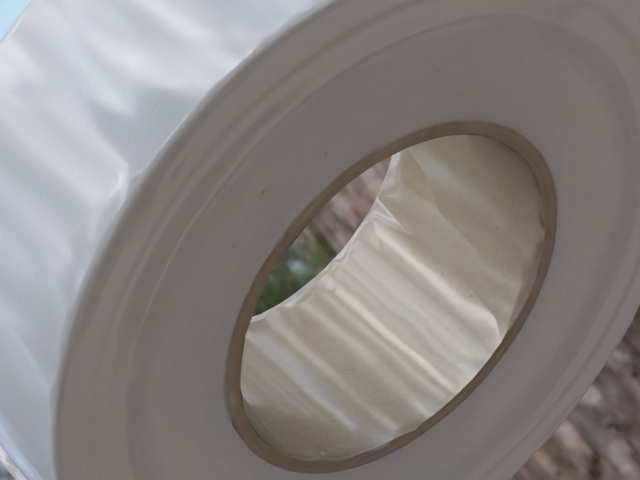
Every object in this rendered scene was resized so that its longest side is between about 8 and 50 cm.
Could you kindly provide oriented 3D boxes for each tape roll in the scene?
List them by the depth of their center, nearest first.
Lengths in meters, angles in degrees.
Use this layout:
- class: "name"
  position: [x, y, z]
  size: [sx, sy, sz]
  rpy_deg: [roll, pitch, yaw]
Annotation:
- class: "tape roll"
  position: [0.000, 0.000, 0.722]
  size: [0.286, 0.100, 0.286]
  rpy_deg: [-25, -45, -27]
